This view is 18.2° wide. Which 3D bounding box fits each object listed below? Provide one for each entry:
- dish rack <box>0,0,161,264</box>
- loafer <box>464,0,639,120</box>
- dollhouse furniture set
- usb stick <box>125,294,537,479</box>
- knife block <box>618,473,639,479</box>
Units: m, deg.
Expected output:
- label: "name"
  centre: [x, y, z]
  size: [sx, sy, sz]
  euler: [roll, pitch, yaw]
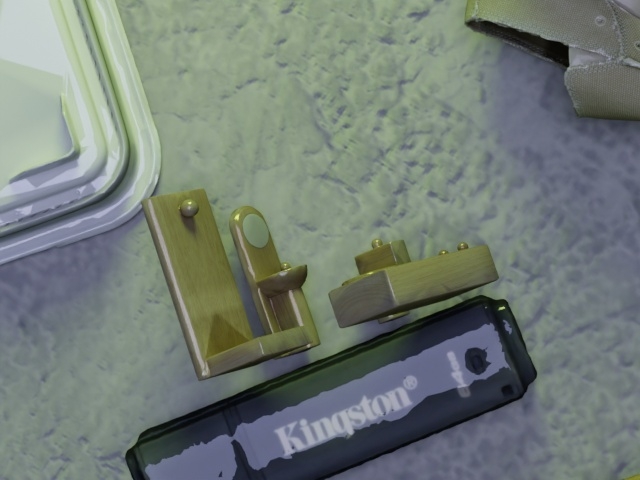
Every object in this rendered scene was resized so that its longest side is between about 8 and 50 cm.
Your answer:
- label: "dish rack"
  centre: [-0.300, -0.107, 1.362]
  size: [0.332, 0.072, 0.286]
  euler: [-19, 86, 4]
- label: "loafer"
  centre: [0.206, -0.112, 1.314]
  size: [0.268, 0.102, 0.092]
  euler: [37, 91, 15]
- label: "dollhouse furniture set"
  centre: [0.000, 0.000, 1.294]
  size: [0.151, 0.144, 0.123]
  euler: [-23, 83, 39]
- label: "usb stick"
  centre: [0.006, 0.118, 1.334]
  size: [0.278, 0.045, 0.077]
  euler: [-22, 84, 2]
- label: "knife block"
  centre: [0.205, 0.277, 1.284]
  size: [0.275, 0.088, 0.242]
  euler: [-15, 92, 4]
